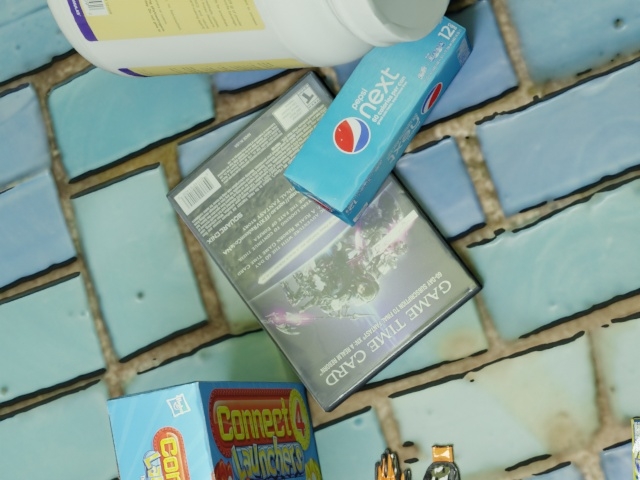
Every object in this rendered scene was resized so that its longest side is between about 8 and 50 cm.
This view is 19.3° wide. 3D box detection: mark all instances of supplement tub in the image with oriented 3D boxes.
[{"bbox_3d":[-0.066,-0.275,1.732,0.331,0.241,0.241,0,85,31],"label":"supplement tub"}]

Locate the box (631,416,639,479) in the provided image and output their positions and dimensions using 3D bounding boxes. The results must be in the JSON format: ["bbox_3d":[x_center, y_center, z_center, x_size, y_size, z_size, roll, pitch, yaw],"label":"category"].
[{"bbox_3d":[0.312,0.242,1.695,0.054,0.059,0.169,-3,85,15],"label":"box"}]

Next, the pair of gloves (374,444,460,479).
[{"bbox_3d":[0.092,0.233,1.793,0.083,0.010,0.074,-7,82,14],"label":"pair of gloves"}]

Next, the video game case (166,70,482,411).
[{"bbox_3d":[0.000,0.000,1.834,0.196,0.026,0.274,-40,76,11],"label":"video game case"}]

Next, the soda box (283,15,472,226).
[{"bbox_3d":[0.056,-0.123,1.784,0.071,0.067,0.210,33,85,15],"label":"soda box"}]

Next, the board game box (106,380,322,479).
[{"bbox_3d":[-0.071,0.281,1.685,0.086,0.308,0.302,-12,83,15],"label":"board game box"}]
